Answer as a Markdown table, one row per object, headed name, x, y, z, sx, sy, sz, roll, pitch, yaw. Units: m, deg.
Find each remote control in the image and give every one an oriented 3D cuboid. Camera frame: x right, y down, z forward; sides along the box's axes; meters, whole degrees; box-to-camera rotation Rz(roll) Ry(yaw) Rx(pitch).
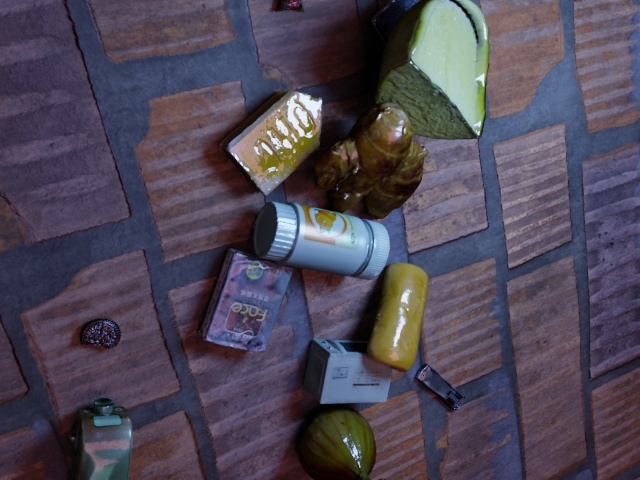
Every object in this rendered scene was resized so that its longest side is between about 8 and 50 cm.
| name | x | y | z | sx | sy | sz | roll | pitch | yaw |
| --- | --- | --- | --- | --- | --- | --- | --- | --- | --- |
| remote control | 0.369 | 0.450 | 2.012 | 0.212 | 0.028 | 0.059 | 41 | 84 | -28 |

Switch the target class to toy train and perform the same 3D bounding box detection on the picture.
| name | x | y | z | sx | sy | sz | roll | pitch | yaw |
| --- | --- | --- | --- | --- | --- | --- | --- | --- | --- |
| toy train | -0.515 | 0.534 | 1.524 | 0.129 | 0.159 | 0.326 | 5 | 99 | -29 |

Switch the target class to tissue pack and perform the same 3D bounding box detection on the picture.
| name | x | y | z | sx | sy | sz | roll | pitch | yaw |
| --- | --- | --- | --- | --- | --- | --- | --- | --- | --- |
| tissue pack | -0.186 | 0.149 | 1.638 | 0.173 | 0.073 | 0.235 | 19 | 93 | -28 |

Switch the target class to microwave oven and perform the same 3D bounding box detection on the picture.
| name | x | y | z | sx | sy | sz | roll | pitch | yaw |
| --- | --- | --- | --- | --- | --- | --- | --- | --- | --- |
| microwave oven | 0.076 | 0.355 | 1.790 | 0.208 | 0.122 | 0.162 | 7 | 100 | -27 |

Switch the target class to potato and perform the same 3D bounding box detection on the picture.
| name | x | y | z | sx | sy | sz | roll | pitch | yaw |
| --- | --- | --- | --- | --- | --- | --- | --- | --- | --- |
| potato | 0.255 | -0.435 | 1.576 | 0.330 | 0.213 | 0.280 | 32 | 71 | -42 |

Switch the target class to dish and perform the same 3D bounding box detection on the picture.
| name | x | y | z | sx | sy | sz | roll | pitch | yaw |
| --- | --- | --- | --- | --- | --- | --- | --- | --- | --- |
| dish | 0.241 | -0.522 | 1.676 | 0.182 | 0.080 | 0.243 | -43 | 120 | -5 |

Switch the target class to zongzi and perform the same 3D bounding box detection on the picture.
| name | x | y | z | sx | sy | sz | roll | pitch | yaw |
| --- | --- | --- | --- | --- | --- | --- | --- | --- | --- |
| zongzi | -0.061 | -0.564 | 1.545 | 0.074 | 0.067 | 0.083 | 9 | 117 | -39 |

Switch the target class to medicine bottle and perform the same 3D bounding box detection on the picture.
| name | x | y | z | sx | sy | sz | roll | pitch | yaw |
| --- | --- | --- | --- | --- | --- | --- | --- | --- | --- |
| medicine bottle | 0.000 | 0.000 | 1.644 | 0.318 | 0.158 | 0.158 | 11 | 97 | -29 |

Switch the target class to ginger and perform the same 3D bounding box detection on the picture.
| name | x | y | z | sx | sy | sz | roll | pitch | yaw |
| --- | --- | --- | --- | --- | --- | --- | --- | --- | --- |
| ginger | 0.131 | -0.172 | 1.629 | 0.274 | 0.152 | 0.357 | -38 | 150 | 1 |

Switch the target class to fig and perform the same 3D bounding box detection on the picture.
| name | x | y | z | sx | sy | sz | roll | pitch | yaw |
| --- | --- | --- | --- | --- | --- | --- | --- | --- | --- |
| fig | 0.073 | 0.573 | 1.731 | 0.217 | 0.321 | 0.216 | -4 | 100 | -22 |

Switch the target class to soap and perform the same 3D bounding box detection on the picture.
| name | x | y | z | sx | sy | sz | roll | pitch | yaw |
| --- | --- | --- | --- | --- | --- | --- | --- | --- | --- |
| soap | -0.096 | -0.250 | 1.579 | 0.257 | 0.080 | 0.160 | -44 | 118 | -10 |

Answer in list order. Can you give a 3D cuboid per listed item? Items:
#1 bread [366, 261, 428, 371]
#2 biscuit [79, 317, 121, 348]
| name | x | y | z | sx | sy | sz | roll | pitch | yaw |
| --- | --- | --- | --- | --- | --- | --- | --- | --- | --- |
| bread | 0.218 | 0.198 | 1.772 | 0.142 | 0.091 | 0.305 | 28 | 61 | -24 |
| biscuit | -0.509 | 0.220 | 1.521 | 0.089 | 0.027 | 0.087 | -39 | 115 | -14 |
